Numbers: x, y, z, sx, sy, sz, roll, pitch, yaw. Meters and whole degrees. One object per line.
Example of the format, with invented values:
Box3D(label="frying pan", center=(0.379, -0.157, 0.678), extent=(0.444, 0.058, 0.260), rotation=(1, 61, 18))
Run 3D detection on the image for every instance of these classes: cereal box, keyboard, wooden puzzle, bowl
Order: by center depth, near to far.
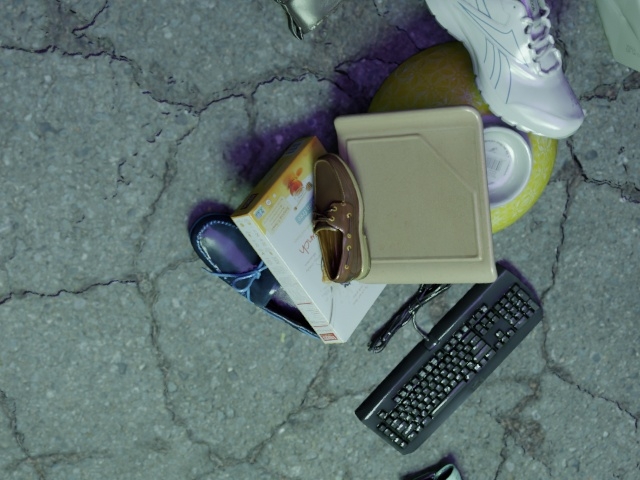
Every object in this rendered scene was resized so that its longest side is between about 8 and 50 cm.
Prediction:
Box3D(label="wooden puzzle", center=(0.129, -0.058, 1.870), extent=(0.044, 0.221, 0.238), rotation=(-22, 107, -54))
Box3D(label="cereal box", center=(0.000, 0.000, 1.937), extent=(0.240, 0.047, 0.173), rotation=(53, 53, -23))
Box3D(label="bowl", center=(0.213, -0.120, 1.938), extent=(0.289, 0.156, 0.289), rotation=(-5, 110, -13))
Box3D(label="keyboard", center=(0.175, 0.161, 2.092), extent=(0.201, 0.033, 0.317), rotation=(41, 94, -22))

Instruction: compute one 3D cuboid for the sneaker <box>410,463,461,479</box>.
Box3D(label="sneaker", center=(0.243, 0.417, 2.156), extent=(0.256, 0.094, 0.151), rotation=(-5, 115, -10))

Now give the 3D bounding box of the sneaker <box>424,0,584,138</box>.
Box3D(label="sneaker", center=(0.252, -0.265, 1.836), extent=(0.111, 0.129, 0.297), rotation=(-36, 90, -39))

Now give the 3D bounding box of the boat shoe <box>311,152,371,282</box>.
Box3D(label="boat shoe", center=(0.021, -0.028, 1.883), extent=(0.060, 0.064, 0.178), rotation=(-17, 97, -45))

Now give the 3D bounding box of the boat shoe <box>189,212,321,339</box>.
Box3D(label="boat shoe", center=(-0.065, 0.048, 1.960), extent=(0.258, 0.089, 0.109), rotation=(31, 98, -21))

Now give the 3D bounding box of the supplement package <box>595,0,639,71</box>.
Box3D(label="supplement package", center=(0.541, -0.367, 1.924), extent=(0.293, 0.177, 0.175), rotation=(-25, 112, -5))

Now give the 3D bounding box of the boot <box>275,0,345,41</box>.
Box3D(label="boot", center=(-0.014, -0.420, 1.828), extent=(0.229, 0.091, 0.263), rotation=(36, 101, -27))
